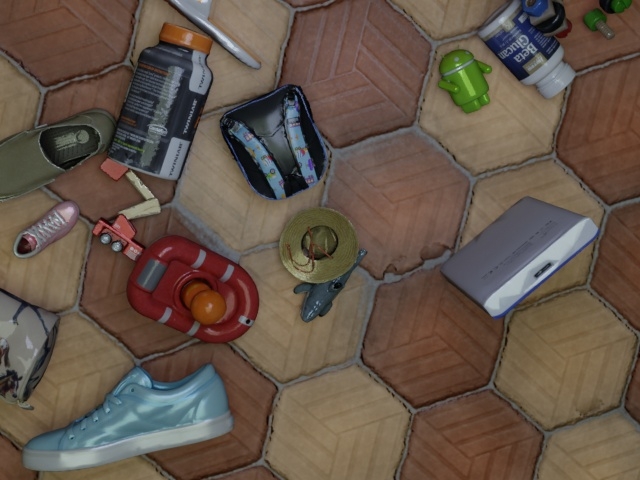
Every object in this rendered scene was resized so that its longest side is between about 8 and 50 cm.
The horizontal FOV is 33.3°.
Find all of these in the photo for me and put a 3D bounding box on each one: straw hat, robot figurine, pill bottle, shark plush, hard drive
[{"bbox_3d":[0.000,0.000,1.870,0.144,0.061,0.144,3,107,9],"label":"straw hat"},{"bbox_3d":[0.248,-0.279,1.851,0.101,0.067,0.115,-33,101,-28],"label":"robot figurine"},{"bbox_3d":[0.359,-0.327,1.841,0.094,0.094,0.169,-45,99,2],"label":"pill bottle"},{"bbox_3d":[0.028,0.083,1.881,0.161,0.067,0.073,-34,100,0],"label":"shark plush"},{"bbox_3d":[-0.257,-0.233,1.775,0.130,0.130,0.245,19,96,-8],"label":"pill bottle"},{"bbox_3d":[0.320,0.020,1.773,0.210,0.318,0.040,-40,100,1],"label":"hard drive"}]

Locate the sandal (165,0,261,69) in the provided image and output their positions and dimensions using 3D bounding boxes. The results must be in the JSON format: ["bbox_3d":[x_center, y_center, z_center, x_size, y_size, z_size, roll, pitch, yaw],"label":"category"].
[{"bbox_3d":[-0.189,-0.392,1.783,0.265,0.102,0.076,38,92,-18],"label":"sandal"}]

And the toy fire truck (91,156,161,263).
[{"bbox_3d":[-0.321,-0.042,1.839,0.192,0.047,0.135,35,92,-10],"label":"toy fire truck"}]

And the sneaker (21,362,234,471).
[{"bbox_3d":[-0.341,0.296,1.854,0.366,0.135,0.150,-12,92,-13],"label":"sneaker"}]

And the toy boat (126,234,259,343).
[{"bbox_3d":[-0.202,0.097,1.799,0.231,0.151,0.151,28,96,-33],"label":"toy boat"}]

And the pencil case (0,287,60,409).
[{"bbox_3d":[-0.634,0.130,1.774,0.410,0.160,0.183,26,86,-9],"label":"pencil case"}]

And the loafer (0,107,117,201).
[{"bbox_3d":[-0.468,-0.145,1.786,0.268,0.092,0.102,-28,100,-1],"label":"loafer"}]

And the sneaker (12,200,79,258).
[{"bbox_3d":[-0.468,-0.014,1.817,0.134,0.070,0.051,-38,98,0],"label":"sneaker"}]

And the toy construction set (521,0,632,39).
[{"bbox_3d":[0.368,-0.494,1.763,0.309,0.237,0.257,-9,143,-31],"label":"toy construction set"}]

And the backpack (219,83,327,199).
[{"bbox_3d":[-0.073,-0.162,1.811,0.158,0.117,0.173,-26,99,-2],"label":"backpack"}]
